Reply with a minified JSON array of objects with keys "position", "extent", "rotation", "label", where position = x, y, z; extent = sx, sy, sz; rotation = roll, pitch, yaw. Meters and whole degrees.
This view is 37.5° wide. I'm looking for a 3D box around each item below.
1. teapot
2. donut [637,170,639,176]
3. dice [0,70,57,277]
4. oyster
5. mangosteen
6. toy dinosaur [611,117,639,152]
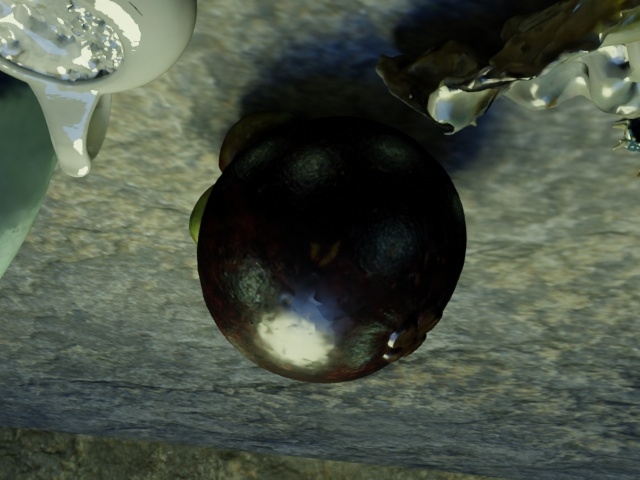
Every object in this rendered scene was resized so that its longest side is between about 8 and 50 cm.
[{"position":[-0.201,-0.176,0.745],"extent":[0.208,0.166,0.299],"rotation":[-3,144,-1],"label":"teapot"},{"position":[0.418,-0.092,0.753],"extent":[0.295,0.112,0.151],"rotation":[10,151,-11],"label":"donut"},{"position":[-0.413,-0.085,0.865],"extent":[0.265,0.262,0.268],"rotation":[28,149,-34],"label":"dice"},{"position":[0.186,-0.145,0.692],"extent":[0.238,0.114,0.351],"rotation":[-5,172,-11],"label":"oyster"},{"position":[0.000,0.000,0.932],"extent":[0.288,0.288,0.288],"rotation":[7,155,4],"label":"mangosteen"},{"position":[0.309,-0.103,0.860],"extent":[0.047,0.030,0.083],"rotation":[27,149,-37],"label":"toy dinosaur"}]
